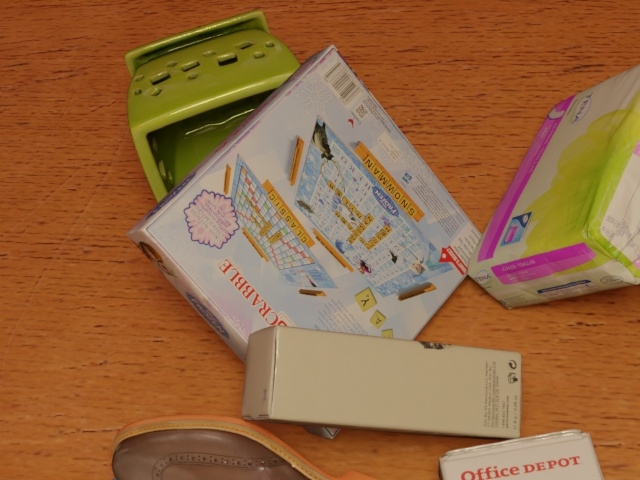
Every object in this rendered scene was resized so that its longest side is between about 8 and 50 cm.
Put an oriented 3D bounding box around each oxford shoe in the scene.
[{"bbox_3d":[-0.068,0.279,0.981,0.363,0.130,0.133,13,34,17],"label":"oxford shoe"}]

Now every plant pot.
[{"bbox_3d":[-0.131,-0.163,1.287,0.228,0.227,0.207,-19,47,-4],"label":"plant pot"}]

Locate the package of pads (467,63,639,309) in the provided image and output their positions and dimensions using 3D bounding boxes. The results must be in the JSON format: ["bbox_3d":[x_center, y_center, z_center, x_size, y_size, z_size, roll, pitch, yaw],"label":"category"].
[{"bbox_3d":[0.321,-0.071,1.128,0.101,0.229,0.297,38,64,-15],"label":"package of pads"}]

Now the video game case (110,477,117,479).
[{"bbox_3d":[-0.278,0.348,1.061,0.166,0.015,0.119,-26,54,-9],"label":"video game case"}]

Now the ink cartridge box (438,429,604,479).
[{"bbox_3d":[0.214,0.312,0.957,0.158,0.092,0.218,-10,55,2],"label":"ink cartridge box"}]

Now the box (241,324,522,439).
[{"bbox_3d":[0.065,0.151,1.009,0.275,0.113,0.094,9,77,-19],"label":"box"}]

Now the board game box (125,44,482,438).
[{"bbox_3d":[0.000,0.000,1.110,0.318,0.319,0.066,-46,17,-23],"label":"board game box"}]
